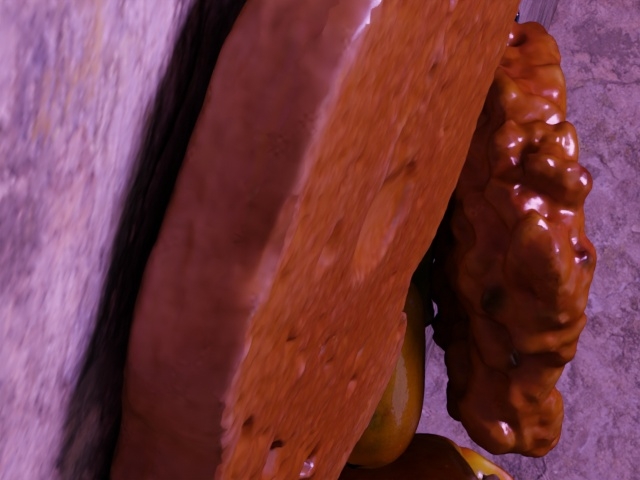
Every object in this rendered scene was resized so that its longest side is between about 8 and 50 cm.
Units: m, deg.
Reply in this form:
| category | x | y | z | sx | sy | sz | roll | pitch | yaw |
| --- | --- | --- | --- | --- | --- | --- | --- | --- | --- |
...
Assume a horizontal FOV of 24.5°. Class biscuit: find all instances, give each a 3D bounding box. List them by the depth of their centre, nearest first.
| category | x | y | z | sx | sy | sz | roll | pitch | yaw |
| --- | --- | --- | --- | --- | --- | --- | --- | --- | --- |
| biscuit | -0.001 | 0.000 | 0.699 | 0.350 | 0.078 | 0.455 | -50 | 159 | -63 |
| biscuit | 0.155 | 0.000 | 1.267 | 0.318 | 0.111 | 0.312 | -93 | -175 | -51 |

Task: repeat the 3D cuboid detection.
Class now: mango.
| category | x | y | z | sx | sy | sz | roll | pitch | yaw |
| --- | --- | --- | --- | --- | --- | --- | --- | --- | --- |
| mango | 0.043 | 0.111 | 1.213 | 0.111 | 0.090 | 0.163 | -67 | 165 | -61 |

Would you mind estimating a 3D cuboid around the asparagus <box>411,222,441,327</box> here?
| category | x | y | z | sx | sy | sz | roll | pitch | yaw |
| --- | --- | --- | --- | --- | --- | --- | --- | --- | --- |
| asparagus | 0.067 | 0.036 | 1.277 | 0.060 | 0.067 | 0.277 | -32 | 149 | -25 |

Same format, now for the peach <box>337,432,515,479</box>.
| category | x | y | z | sx | sy | sz | roll | pitch | yaw |
| --- | --- | --- | --- | --- | --- | --- | --- | --- | --- |
| peach | 0.071 | 0.312 | 1.362 | 0.281 | 0.238 | 0.281 | -36 | -148 | 28 |

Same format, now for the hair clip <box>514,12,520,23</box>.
| category | x | y | z | sx | sy | sz | roll | pitch | yaw |
| --- | --- | --- | --- | --- | --- | --- | --- | --- | --- |
| hair clip | 0.154 | -0.146 | 1.544 | 0.070 | 0.039 | 0.229 | -61 | 172 | -46 |
